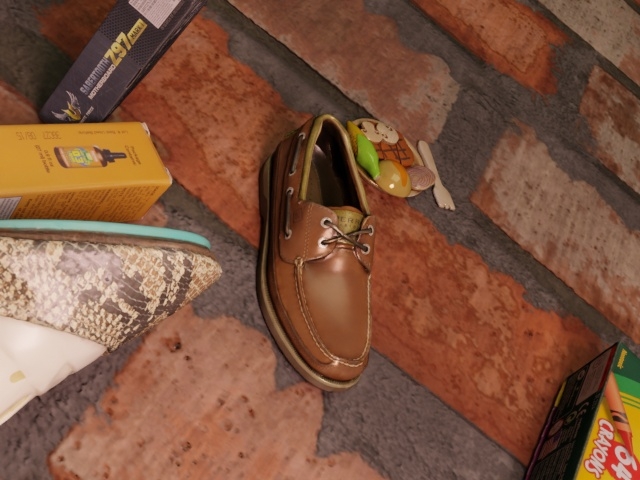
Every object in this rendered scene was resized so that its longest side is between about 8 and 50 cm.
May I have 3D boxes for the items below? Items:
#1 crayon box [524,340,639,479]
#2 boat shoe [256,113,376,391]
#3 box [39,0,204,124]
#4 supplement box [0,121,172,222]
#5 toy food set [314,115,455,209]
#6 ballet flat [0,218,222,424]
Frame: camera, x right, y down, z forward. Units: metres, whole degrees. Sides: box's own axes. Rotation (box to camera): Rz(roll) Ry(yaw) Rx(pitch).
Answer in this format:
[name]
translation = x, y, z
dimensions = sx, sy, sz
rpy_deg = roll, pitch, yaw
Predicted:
[crayon box]
translation = 0.354, 0.329, 1.015
dimensions = 0.313, 0.106, 0.363
rpy_deg = 42, 40, -1
[boat shoe]
translation = 0.000, 0.000, 1.016
dimensions = 0.110, 0.104, 0.307
rpy_deg = 11, 49, -32
[box]
translation = -0.166, -0.217, 0.972
dimensions = 0.059, 0.232, 0.183
rpy_deg = 41, 40, -12
[supplement box]
translation = -0.253, -0.054, 0.881
dimensions = 0.233, 0.080, 0.078
rpy_deg = -9, 62, -41
[toy food set]
translation = 0.088, -0.105, 1.232
dimensions = 0.192, 0.038, 0.132
rpy_deg = 7, 51, -35
[ballet flat]
translation = -0.311, 0.046, 0.710
dimensions = 0.482, 0.164, 0.182
rpy_deg = 13, 70, -24
